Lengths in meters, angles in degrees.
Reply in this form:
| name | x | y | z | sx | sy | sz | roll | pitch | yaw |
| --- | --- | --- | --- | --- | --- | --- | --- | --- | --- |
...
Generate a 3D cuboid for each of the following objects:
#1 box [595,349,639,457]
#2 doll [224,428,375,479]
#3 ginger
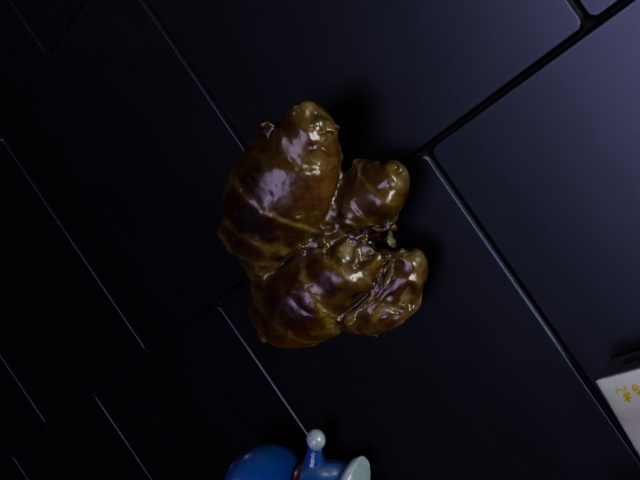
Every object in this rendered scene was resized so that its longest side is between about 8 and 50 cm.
| name | x | y | z | sx | sy | sz | roll | pitch | yaw |
| --- | --- | --- | --- | --- | --- | --- | --- | --- | --- |
| box | 0.489 | 0.174 | 0.824 | 0.343 | 0.065 | 0.200 | -29 | 94 | 42 |
| doll | -0.034 | 0.405 | 1.292 | 0.257 | 0.161 | 0.215 | -5 | 96 | 21 |
| ginger | -0.006 | -0.009 | 1.048 | 0.274 | 0.152 | 0.357 | 0 | 113 | 37 |
